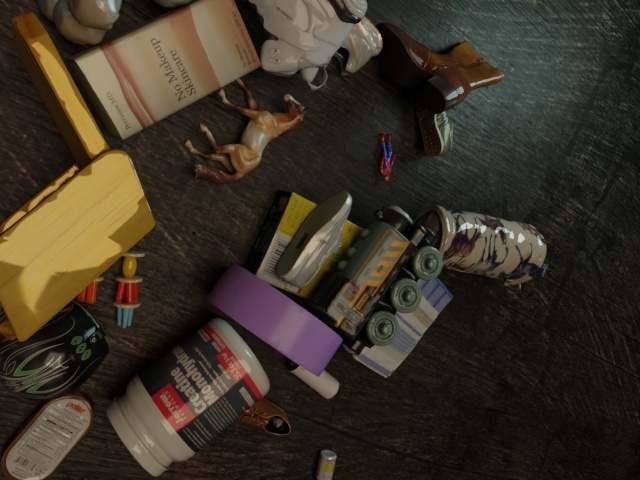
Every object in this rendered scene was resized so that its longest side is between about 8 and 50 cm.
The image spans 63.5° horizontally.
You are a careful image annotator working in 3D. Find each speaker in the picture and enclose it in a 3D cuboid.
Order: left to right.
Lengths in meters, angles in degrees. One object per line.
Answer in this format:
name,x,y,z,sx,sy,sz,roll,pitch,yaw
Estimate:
speaker,-0.016,0.321,1.234,0.136,0.055,0.055,44,77,-27

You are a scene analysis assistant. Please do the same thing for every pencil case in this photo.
pencil case,0.410,0.021,1.360,0.409,0.159,0.184,9,83,-30

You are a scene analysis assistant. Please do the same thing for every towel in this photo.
towel,0.207,0.209,1.288,0.285,0.034,0.209,-51,140,-1

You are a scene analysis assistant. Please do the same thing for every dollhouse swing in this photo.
dollhouse swing,-0.442,-0.094,0.765,0.315,0.346,0.305,-45,117,-15

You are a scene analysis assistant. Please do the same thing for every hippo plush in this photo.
hippo plush,-0.339,-0.467,0.879,0.236,0.234,0.294,-18,64,-43

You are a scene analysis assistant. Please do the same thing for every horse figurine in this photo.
horse figurine,-0.160,-0.216,1.064,0.174,0.066,0.263,34,79,-22

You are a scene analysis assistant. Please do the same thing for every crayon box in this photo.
crayon box,0.008,0.043,1.187,0.318,0.081,0.202,27,85,-29

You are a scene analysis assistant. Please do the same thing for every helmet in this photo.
helmet,-0.477,0.199,0.911,0.161,0.169,0.170,-39,115,-37

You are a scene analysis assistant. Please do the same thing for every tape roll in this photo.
tape roll,-0.092,0.158,1.040,0.274,0.274,0.090,41,77,-27

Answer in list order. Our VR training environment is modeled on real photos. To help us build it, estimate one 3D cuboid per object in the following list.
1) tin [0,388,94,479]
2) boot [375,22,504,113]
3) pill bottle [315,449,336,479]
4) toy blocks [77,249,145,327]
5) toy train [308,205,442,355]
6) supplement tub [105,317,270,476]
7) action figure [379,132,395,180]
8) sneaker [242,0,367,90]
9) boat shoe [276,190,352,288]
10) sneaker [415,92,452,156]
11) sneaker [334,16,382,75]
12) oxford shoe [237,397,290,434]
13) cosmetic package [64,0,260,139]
tin,-0.514,0.371,0.982,0.106,0.040,0.190,45,76,-31
boot,0.288,-0.447,1.241,0.264,0.096,0.280,45,54,14
pill bottle,0.012,0.572,1.296,0.043,0.043,0.084,11,93,-30
toy blocks,-0.404,0.092,0.986,0.123,0.054,0.148,4,96,-30
toy train,0.124,0.083,1.139,0.190,0.142,0.334,40,79,-18
supplement tub,-0.255,0.302,1.022,0.272,0.191,0.191,-37,113,-19
action figure,0.163,-0.203,1.264,0.038,0.030,0.115,-6,103,-33
sneaker,-0.109,-0.448,0.998,0.365,0.137,0.210,24,102,-10
boat shoe,0.000,0.001,1.093,0.081,0.079,0.228,41,83,-37
sneaker,0.292,-0.305,1.304,0.086,0.064,0.192,-9,92,-50
sneaker,0.021,-0.471,1.106,0.262,0.099,0.121,44,81,-26
oxford shoe,-0.150,0.381,1.160,0.212,0.076,0.076,31,85,-27
cosmetic package,-0.279,-0.321,0.937,0.296,0.129,0.153,-36,121,-18
